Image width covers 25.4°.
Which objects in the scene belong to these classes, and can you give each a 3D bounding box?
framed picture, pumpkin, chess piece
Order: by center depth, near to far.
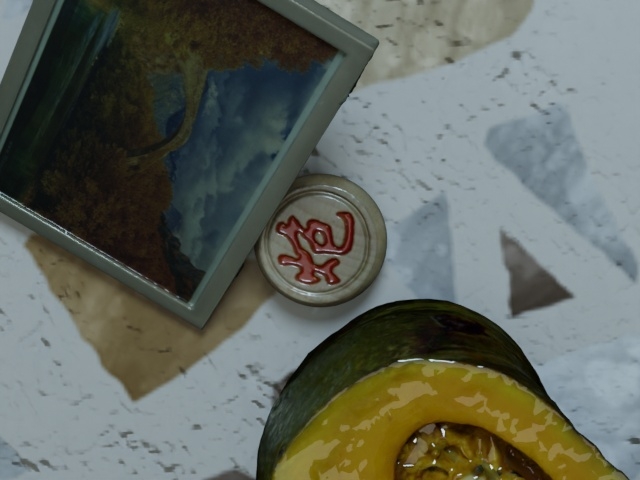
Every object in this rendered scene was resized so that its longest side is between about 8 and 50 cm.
[{"bbox_3d":[-0.098,-0.070,0.829,0.184,0.016,0.250,32,130,-4],"label":"framed picture"},{"bbox_3d":[0.093,0.195,0.856,0.222,0.139,0.317,-45,95,6],"label":"pumpkin"},{"bbox_3d":[0.000,0.000,0.883,0.083,0.038,0.084,1,99,6],"label":"chess piece"}]
